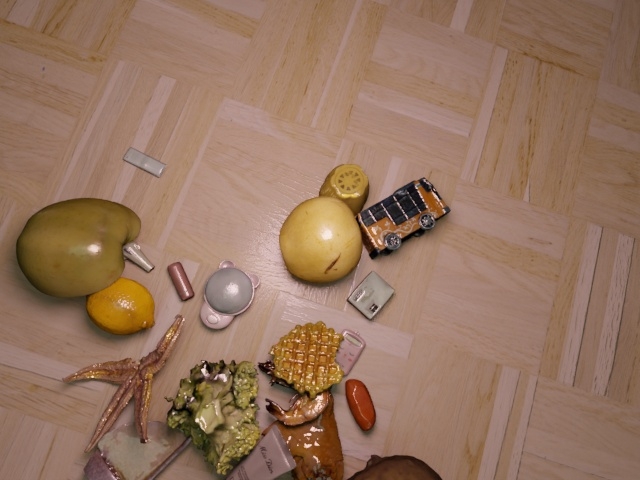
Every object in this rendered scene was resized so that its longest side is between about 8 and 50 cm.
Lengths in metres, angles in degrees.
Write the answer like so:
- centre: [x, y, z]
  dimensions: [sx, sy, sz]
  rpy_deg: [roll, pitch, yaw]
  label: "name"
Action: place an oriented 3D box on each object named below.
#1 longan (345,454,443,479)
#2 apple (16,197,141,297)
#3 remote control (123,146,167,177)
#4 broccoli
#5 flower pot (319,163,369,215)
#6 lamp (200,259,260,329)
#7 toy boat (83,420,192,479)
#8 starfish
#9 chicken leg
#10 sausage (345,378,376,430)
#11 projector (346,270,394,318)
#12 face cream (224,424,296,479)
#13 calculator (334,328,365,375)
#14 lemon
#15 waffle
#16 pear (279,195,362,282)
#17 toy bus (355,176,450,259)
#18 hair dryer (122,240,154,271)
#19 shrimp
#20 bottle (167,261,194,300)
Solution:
- centre: [0.227, 0.865, 1.229]
  dimensions: [0.392, 0.391, 0.390]
  rpy_deg: [1, 80, -5]
  label: "longan"
- centre: [-0.825, 0.013, 1.354]
  dimensions: [0.361, 0.320, 0.311]
  rpy_deg: [0, 99, 3]
  label: "apple"
- centre: [-0.673, -0.301, 1.531]
  dimensions: [0.162, 0.029, 0.061]
  rpy_deg: [26, 77, 0]
  label: "remote control"
- centre: [-0.343, 0.554, 1.271]
  dimensions: [0.294, 0.280, 0.347]
  rpy_deg: [-3, 66, -7]
  label: "broccoli"
- centre: [0.095, -0.197, 1.505]
  dimensions: [0.195, 0.179, 0.195]
  rpy_deg: [1, 78, -3]
  label: "flower pot"
- centre: [-0.338, 0.201, 1.430]
  dimensions: [0.180, 0.108, 0.245]
  rpy_deg: [28, 79, 5]
  label: "lamp"
- centre: [-0.614, 0.726, 1.320]
  dimensions: [0.276, 0.111, 0.293]
  rpy_deg: [28, 67, -2]
  label: "toy boat"
- centre: [-0.631, 0.466, 1.309]
  dimensions: [0.399, 0.132, 0.383]
  rpy_deg: [-10, 55, 9]
  label: "starfish"
- centre: [-0.049, 0.635, 1.363]
  dimensions: [0.296, 0.182, 0.408]
  rpy_deg: [7, 70, 12]
  label: "chicken leg"
- centre: [0.142, 0.577, 1.416]
  dimensions: [0.089, 0.089, 0.179]
  rpy_deg: [-20, 73, -8]
  label: "sausage"
- centre: [0.187, 0.204, 1.499]
  dimensions: [0.115, 0.061, 0.147]
  rpy_deg: [42, 79, 4]
  label: "projector"
- centre: [-0.216, 0.753, 1.300]
  dimensions: [0.314, 0.089, 0.143]
  rpy_deg: [-44, 56, 10]
  label: "face cream"
- centre: [0.092, 0.408, 1.467]
  dimensions: [0.100, 0.032, 0.175]
  rpy_deg: [34, 78, 2]
  label: "calculator"
- centre: [-0.676, 0.224, 1.356]
  dimensions: [0.257, 0.188, 0.188]
  rpy_deg: [31, 78, -6]
  label: "lemon"
- centre: [-0.029, 0.402, 1.382]
  dimensions: [0.292, 0.051, 0.291]
  rpy_deg: [3, 45, -3]
  label: "waffle"
- centre: [0.000, 0.000, 1.407]
  dimensions: [0.310, 0.309, 0.308]
  rpy_deg: [1, 80, -5]
  label: "pear"
- centre: [0.300, -0.083, 1.513]
  dimensions: [0.324, 0.162, 0.194]
  rpy_deg: [-30, 81, -8]
  label: "toy bus"
- centre: [-0.705, 0.100, 1.449]
  dimensions: [0.167, 0.067, 0.199]
  rpy_deg: [31, 89, -5]
  label: "hair dryer"
- centre: [-0.115, 0.521, 1.359]
  dimensions: [0.290, 0.075, 0.178]
  rpy_deg: [20, 58, 14]
  label: "shrimp"
- centre: [-0.506, 0.148, 1.451]
  dimensions: [0.053, 0.053, 0.140]
  rpy_deg: [-25, 82, -9]
  label: "bottle"
